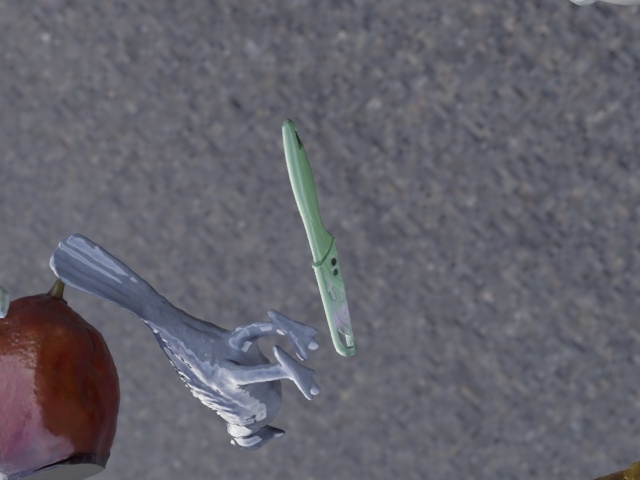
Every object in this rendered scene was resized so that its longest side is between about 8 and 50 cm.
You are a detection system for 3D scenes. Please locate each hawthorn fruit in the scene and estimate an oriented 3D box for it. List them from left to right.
[{"bbox_3d":[-0.298,0.147,1.934,0.189,0.251,0.189,11,178,0],"label":"hawthorn fruit"}]

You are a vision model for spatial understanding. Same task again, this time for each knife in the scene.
[{"bbox_3d":[0.000,0.000,1.422,0.014,0.030,0.207,3,118,35],"label":"knife"}]

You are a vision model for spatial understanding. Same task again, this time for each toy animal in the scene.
[{"bbox_3d":[-0.094,0.119,1.843,0.205,0.081,0.367,-4,140,36],"label":"toy animal"}]

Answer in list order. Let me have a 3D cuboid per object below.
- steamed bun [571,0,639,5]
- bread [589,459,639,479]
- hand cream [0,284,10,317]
[{"bbox_3d":[0.263,-0.258,1.502,0.228,0.177,0.131,179,86,-66],"label":"steamed bun"},{"bbox_3d":[0.242,0.249,1.514,0.084,0.344,0.124,101,144,-85],"label":"bread"},{"bbox_3d":[-0.344,0.042,1.644,0.143,0.039,0.061,19,147,-36],"label":"hand cream"}]
